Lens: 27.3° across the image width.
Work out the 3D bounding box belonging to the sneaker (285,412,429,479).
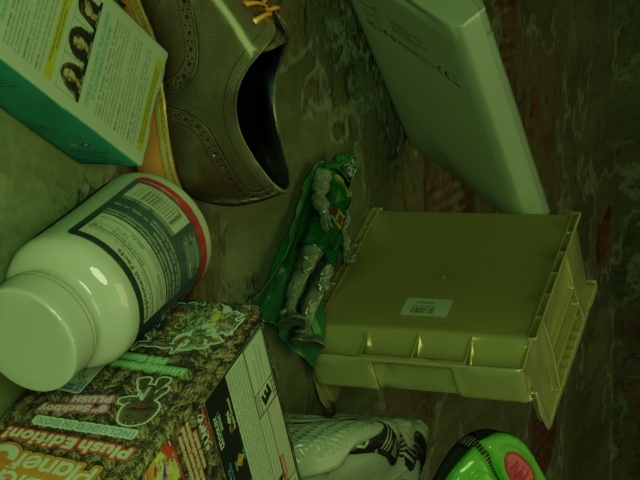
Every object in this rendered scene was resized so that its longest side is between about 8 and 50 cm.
[{"bbox_3d":[0.025,0.289,1.388,0.366,0.137,0.210,20,72,-69],"label":"sneaker"}]

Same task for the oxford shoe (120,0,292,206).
[{"bbox_3d":[-0.088,-0.204,1.078,0.130,0.133,0.363,-42,131,-57],"label":"oxford shoe"}]

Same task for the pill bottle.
[{"bbox_3d":[-0.166,0.031,0.967,0.180,0.108,0.107,-47,134,-54],"label":"pill bottle"}]

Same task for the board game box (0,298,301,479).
[{"bbox_3d":[-0.143,0.217,1.001,0.291,0.141,0.232,-55,141,-50],"label":"board game box"}]

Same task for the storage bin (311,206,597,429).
[{"bbox_3d":[0.151,0.085,1.492,0.260,0.262,0.123,-60,144,-45],"label":"storage bin"}]

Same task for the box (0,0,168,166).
[{"bbox_3d":[-0.198,-0.142,0.929,0.244,0.060,0.100,42,55,-60],"label":"box"}]

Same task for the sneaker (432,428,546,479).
[{"bbox_3d":[0.166,0.382,1.647,0.185,0.202,0.482,-20,141,-18],"label":"sneaker"}]

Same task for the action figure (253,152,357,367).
[{"bbox_3d":[0.000,0.000,1.398,0.137,0.064,0.232,57,39,-49],"label":"action figure"}]

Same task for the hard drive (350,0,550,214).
[{"bbox_3d":[0.138,-0.180,1.494,0.047,0.233,0.353,-40,141,-10],"label":"hard drive"}]
